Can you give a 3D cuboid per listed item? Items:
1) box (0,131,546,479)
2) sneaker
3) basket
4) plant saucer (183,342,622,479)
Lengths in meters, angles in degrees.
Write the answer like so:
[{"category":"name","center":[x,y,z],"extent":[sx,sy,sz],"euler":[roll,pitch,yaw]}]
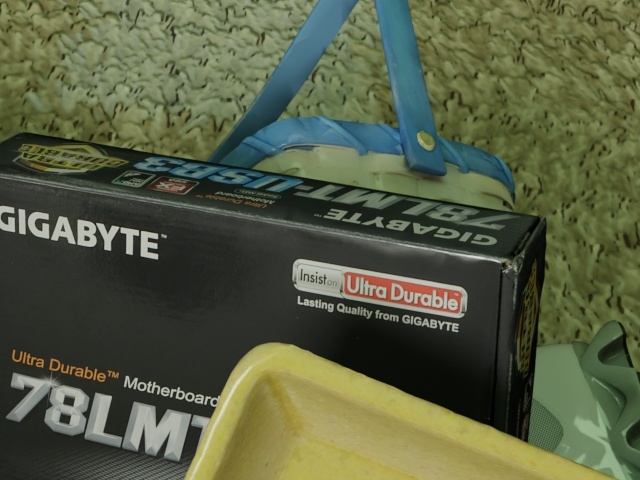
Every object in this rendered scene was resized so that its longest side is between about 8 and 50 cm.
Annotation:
[{"category":"box","center":[-0.041,0.109,0.790],"extent":[0.295,0.293,0.073],"euler":[10,25,18]},{"category":"sneaker","center":[0.152,0.211,0.886],"extent":[0.146,0.122,0.331],"euler":[-15,51,3]},{"category":"basket","center":[0.000,0.000,0.938],"extent":[0.201,0.255,0.289],"euler":[14,44,-26]},{"category":"plant saucer","center":[0.056,0.242,0.688],"extent":[0.332,0.333,0.081],"euler":[23,8,-7]}]
